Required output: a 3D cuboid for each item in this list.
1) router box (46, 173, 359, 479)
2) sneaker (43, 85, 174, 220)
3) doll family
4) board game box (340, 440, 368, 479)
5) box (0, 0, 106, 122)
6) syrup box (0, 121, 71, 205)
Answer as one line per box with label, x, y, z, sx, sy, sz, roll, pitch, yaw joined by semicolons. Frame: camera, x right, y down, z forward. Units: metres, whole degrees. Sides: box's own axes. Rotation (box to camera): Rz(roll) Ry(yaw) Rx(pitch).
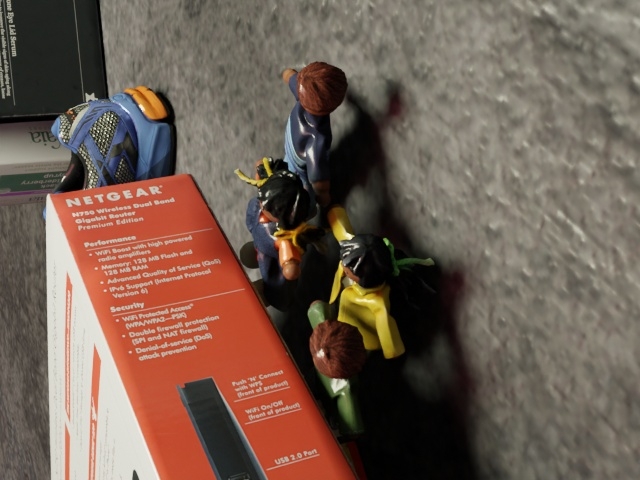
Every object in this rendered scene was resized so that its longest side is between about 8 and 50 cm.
router box;-0.071;0.187;0.548;0.301;0.082;0.335;58;148;40
sneaker;-0.169;-0.010;0.780;0.083;0.087;0.221;36;127;53
doll family;0.000;0.000;0.498;0.111;0.076;0.193;98;147;-62
board game box;0.000;0.229;0.580;0.147;0.045;0.193;-45;58;55
box;-0.289;-0.227;0.843;0.103;0.184;0.261;4;100;62
syrup box;-0.311;-0.154;0.989;0.096;0.093;0.237;-47;56;53
